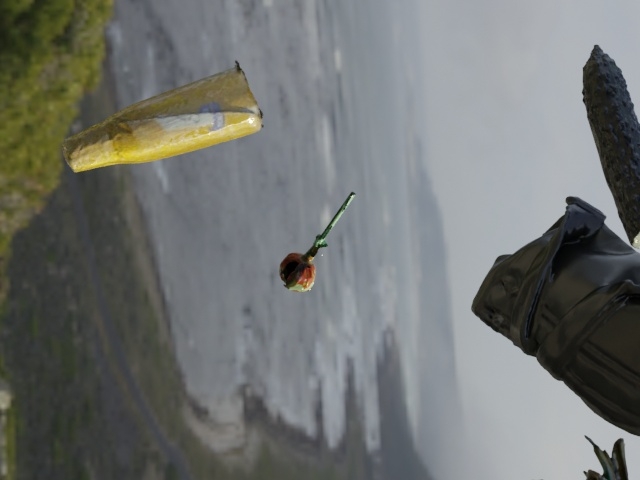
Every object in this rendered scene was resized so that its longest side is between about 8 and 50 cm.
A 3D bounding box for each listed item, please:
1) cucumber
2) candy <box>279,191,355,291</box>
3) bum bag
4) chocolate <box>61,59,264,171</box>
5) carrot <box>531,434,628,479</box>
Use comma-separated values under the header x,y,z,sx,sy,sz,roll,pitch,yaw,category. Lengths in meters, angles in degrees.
x,y,z,sx,sy,sz,roll,pitch,yaw,category
0.401,-0.127,1.804,0.072,0.072,0.300,75,2,-64,cucumber
0.000,0.000,1.826,0.049,0.055,0.184,-23,154,-52,candy
0.225,0.052,1.104,0.080,0.142,0.326,38,1,-29,bum bag
-0.177,-0.123,1.509,0.085,0.219,0.085,160,-90,-82,chocolate
0.211,0.341,1.166,0.193,0.214,0.331,-30,134,-48,carrot
